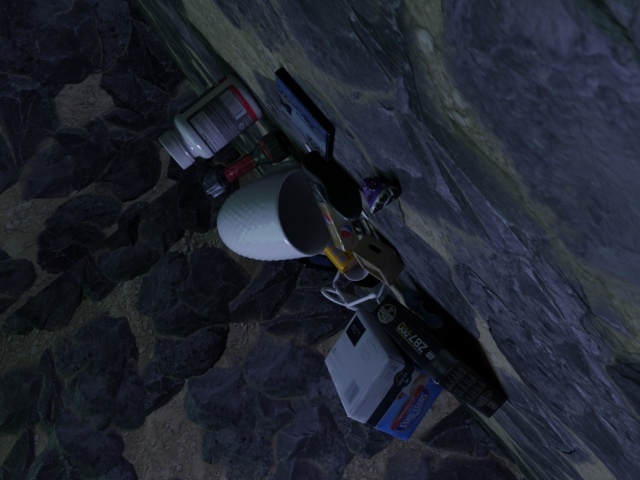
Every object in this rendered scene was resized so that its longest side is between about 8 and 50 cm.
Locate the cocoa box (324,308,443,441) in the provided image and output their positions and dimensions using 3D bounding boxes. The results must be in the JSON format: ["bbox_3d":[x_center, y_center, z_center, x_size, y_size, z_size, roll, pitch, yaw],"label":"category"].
[{"bbox_3d":[0.196,0.423,1.943,0.228,0.231,0.347,30,-171,-19],"label":"cocoa box"}]

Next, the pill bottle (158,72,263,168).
[{"bbox_3d":[-0.360,-0.379,1.962,0.176,0.318,0.176,51,177,4],"label":"pill bottle"}]

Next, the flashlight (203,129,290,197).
[{"bbox_3d":[-0.248,-0.245,1.996,0.103,0.304,0.103,37,-154,-58],"label":"flashlight"}]

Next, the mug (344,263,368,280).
[{"bbox_3d":[0.122,0.058,2.368,0.169,0.113,0.150,-128,44,-68],"label":"mug"}]

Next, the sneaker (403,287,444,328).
[{"bbox_3d":[0.304,0.183,1.770,0.162,0.063,0.073,42,153,43],"label":"sneaker"}]

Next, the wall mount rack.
[{"bbox_3d":[0.190,0.204,2.101,0.350,0.130,0.304,21,-168,-24],"label":"wall mount rack"}]

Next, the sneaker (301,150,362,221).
[{"bbox_3d":[0.039,-0.121,1.550,0.227,0.087,0.130,49,173,29],"label":"sneaker"}]

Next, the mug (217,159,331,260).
[{"bbox_3d":[-0.154,-0.109,1.993,0.328,0.374,0.276,-9,142,39],"label":"mug"}]

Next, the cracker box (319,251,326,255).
[{"bbox_3d":[0.000,0.000,2.612,0.232,0.156,0.067,53,175,-38],"label":"cracker box"}]

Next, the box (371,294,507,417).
[{"bbox_3d":[0.360,0.348,1.815,0.395,0.097,0.318,38,-176,-46],"label":"box"}]

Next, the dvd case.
[{"bbox_3d":[-0.033,-0.280,1.395,0.180,0.022,0.253,49,176,4],"label":"dvd case"}]

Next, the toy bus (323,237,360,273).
[{"bbox_3d":[0.020,-0.052,2.107,0.332,0.130,0.108,49,176,15],"label":"toy bus"}]

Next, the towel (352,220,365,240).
[{"bbox_3d":[0.090,-0.068,1.933,0.148,0.027,0.110,49,174,26],"label":"towel"}]

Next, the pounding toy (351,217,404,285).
[{"bbox_3d":[0.160,0.032,1.729,0.141,0.100,0.130,35,168,34],"label":"pounding toy"}]

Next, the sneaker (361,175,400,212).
[{"bbox_3d":[0.109,-0.096,1.210,0.071,0.068,0.170,56,176,-2],"label":"sneaker"}]

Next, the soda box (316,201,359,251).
[{"bbox_3d":[0.054,-0.059,1.861,0.058,0.061,0.181,25,144,57],"label":"soda box"}]

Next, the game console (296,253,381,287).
[{"bbox_3d":[0.062,0.106,2.458,0.361,0.044,0.213,12,-159,-36],"label":"game console"}]

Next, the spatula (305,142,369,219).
[{"bbox_3d":[0.038,-0.164,1.685,0.242,0.019,0.168,53,176,-29],"label":"spatula"}]
